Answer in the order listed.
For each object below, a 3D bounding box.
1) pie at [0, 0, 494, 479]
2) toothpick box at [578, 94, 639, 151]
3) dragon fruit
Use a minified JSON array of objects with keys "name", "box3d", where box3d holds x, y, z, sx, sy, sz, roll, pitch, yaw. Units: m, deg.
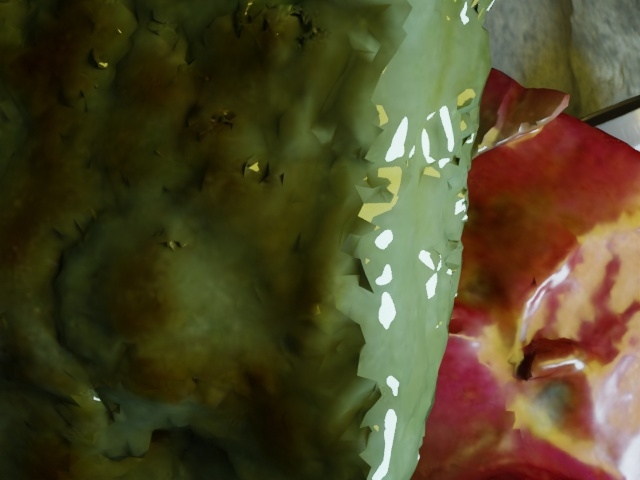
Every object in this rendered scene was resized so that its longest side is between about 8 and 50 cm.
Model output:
[{"name":"pie","box3d":[-0.104,-0.031,0.743,0.180,0.418,0.395,-8,94,-52]},{"name":"toothpick box","box3d":[0.219,-0.017,1.295,0.098,0.098,0.149,-29,98,-45]},{"name":"dragon fruit","box3d":[0.059,0.115,0.921,0.249,0.371,0.386,-59,151,-30]}]
